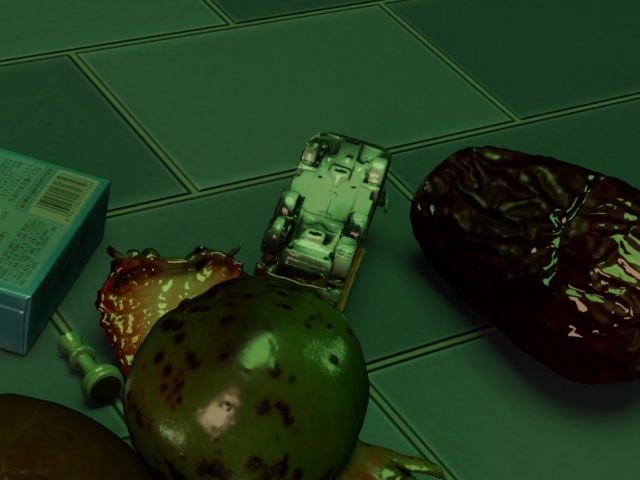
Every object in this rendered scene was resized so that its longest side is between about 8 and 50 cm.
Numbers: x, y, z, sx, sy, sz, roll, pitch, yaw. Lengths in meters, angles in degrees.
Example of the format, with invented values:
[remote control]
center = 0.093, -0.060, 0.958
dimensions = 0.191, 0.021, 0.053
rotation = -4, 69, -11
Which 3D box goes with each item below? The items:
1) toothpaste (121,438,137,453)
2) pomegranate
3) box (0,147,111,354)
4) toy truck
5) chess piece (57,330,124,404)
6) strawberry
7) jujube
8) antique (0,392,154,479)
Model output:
[toothpaste]
center = -0.114, 0.209, 1.500
dimensions = 0.204, 0.031, 0.049
rotation = 7, 38, -12
[pomegranate]
center = -0.035, 0.162, 1.397
dimensions = 0.286, 0.231, 0.231
rotation = 41, 42, 12
[box]
center = -0.327, 0.005, 1.670
dimensions = 0.142, 0.083, 0.232
rotation = 17, 37, 5
[toy truck]
center = 0.000, 0.000, 1.739
dimensions = 0.114, 0.135, 0.270
rotation = 18, 40, 4
[chess piece]
center = -0.231, 0.121, 1.580
dimensions = 0.042, 0.042, 0.093
rotation = -12, 37, -30
[strawberry]
center = -0.143, 0.105, 1.605
dimensions = 0.167, 0.087, 0.208
rotation = -2, 61, 3
[jujube]
center = 0.247, 0.019, 1.733
dimensions = 0.216, 0.216, 0.342
rotation = -22, 40, -38
[antique]
center = -0.246, 0.243, 1.329
dimensions = 0.278, 0.129, 0.223
rotation = 32, 40, 25
